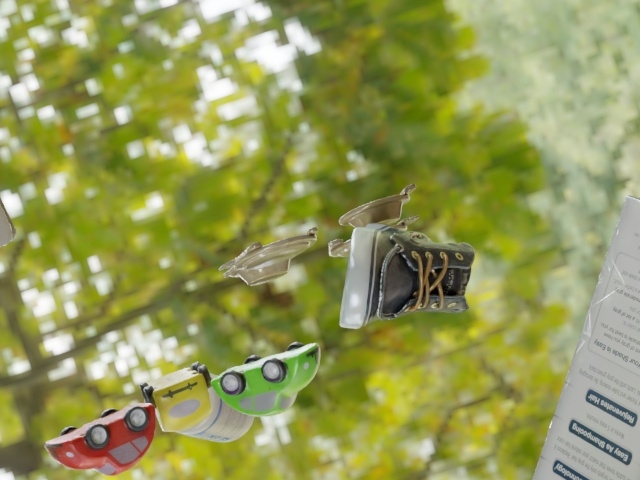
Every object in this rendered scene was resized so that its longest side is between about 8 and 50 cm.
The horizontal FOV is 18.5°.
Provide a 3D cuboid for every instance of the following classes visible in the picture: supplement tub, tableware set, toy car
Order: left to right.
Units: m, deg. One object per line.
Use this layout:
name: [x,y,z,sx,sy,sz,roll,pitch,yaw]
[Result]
supplement tub: [-0.121,0.177,2.098,0.107,0.071,0.071,27,-137,-64]
toy car: [-0.097,0.143,1.720,0.239,0.225,0.053,-30,-79,-66]
tableware set: [0.000,0.000,1.480,0.141,0.168,0.020,126,125,-73]

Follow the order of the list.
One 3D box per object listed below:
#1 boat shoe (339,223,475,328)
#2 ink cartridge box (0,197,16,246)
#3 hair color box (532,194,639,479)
boat shoe: [0.063,0.024,1.353,0.183,0.083,0.065,-52,-29,-77]
ink cartridge box: [-0.325,0.015,1.265,0.154,0.212,0.093,-29,-85,-52]
hair color box: [0.325,0.148,1.887,0.174,0.105,0.347,29,103,61]
